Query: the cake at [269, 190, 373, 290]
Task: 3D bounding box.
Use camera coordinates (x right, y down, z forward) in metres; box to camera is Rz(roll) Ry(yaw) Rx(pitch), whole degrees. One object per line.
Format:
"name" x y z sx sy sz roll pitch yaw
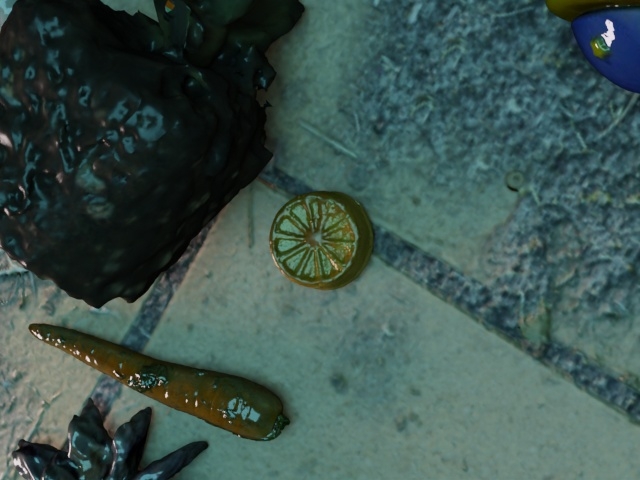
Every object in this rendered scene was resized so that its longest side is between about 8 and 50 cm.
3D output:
"cake" 0.000 0.000 1.429 0.084 0.044 0.084 0 92 16

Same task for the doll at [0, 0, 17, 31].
"doll" -0.346 -0.182 1.495 0.252 0.111 0.237 46 105 2

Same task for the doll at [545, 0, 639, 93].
"doll" 0.288 -0.225 1.246 0.159 0.311 0.243 21 78 -27

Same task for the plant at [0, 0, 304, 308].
"plant" -0.137 -0.119 1.380 0.213 0.215 0.312 46 101 14

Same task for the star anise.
"star anise" -0.178 0.226 1.482 0.204 0.061 0.181 39 102 12

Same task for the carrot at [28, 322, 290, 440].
"carrot" -0.141 0.113 1.481 0.254 0.049 0.049 18 97 20
